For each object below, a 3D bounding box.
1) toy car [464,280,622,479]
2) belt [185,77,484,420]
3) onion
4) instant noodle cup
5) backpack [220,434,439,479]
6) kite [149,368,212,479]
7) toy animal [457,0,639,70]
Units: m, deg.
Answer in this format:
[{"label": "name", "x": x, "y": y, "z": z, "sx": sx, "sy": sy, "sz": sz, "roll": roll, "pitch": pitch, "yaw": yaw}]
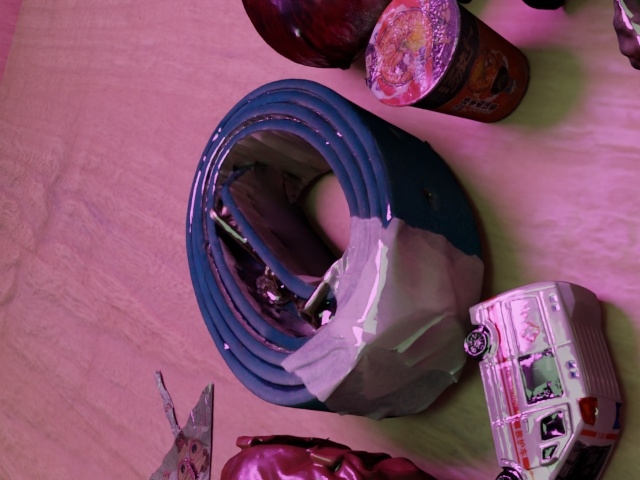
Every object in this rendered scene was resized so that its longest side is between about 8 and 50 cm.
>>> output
[{"label": "toy car", "x": 0.199, "y": 0.140, "z": 0.669, "sx": 0.108, "sy": 0.089, "sz": 0.209, "roll": -27, "pitch": 57, "yaw": 37}, {"label": "belt", "x": -0.001, "y": -0.001, "z": 0.877, "sx": 0.300, "sy": 0.173, "sz": 0.436, "roll": -56, "pitch": 44, "yaw": 19}, {"label": "onion", "x": 0.007, "y": -0.354, "z": 0.918, "sx": 0.314, "sy": 0.232, "sz": 0.313, "roll": -10, "pitch": 77, "yaw": 54}, {"label": "instant noodle cup", "x": 0.135, "y": -0.177, "z": 0.793, "sx": 0.127, "sy": 0.136, "sz": 0.127, "roll": -17, "pitch": 67, "yaw": 47}, {"label": "backpack", "x": 0.021, "y": 0.257, "z": 0.748, "sx": 0.229, "sy": 0.229, "sz": 0.138, "roll": -26, "pitch": 59, "yaw": 43}, {"label": "kite", "x": -0.215, "y": 0.293, "z": 1.175, "sx": 0.229, "sy": 0.012, "sz": 0.250, "roll": -56, "pitch": 43, "yaw": 22}, {"label": "toy animal", "x": 0.213, "y": -0.293, "z": 0.681, "sx": 0.344, "sy": 0.194, "sz": 0.302, "roll": 10, "pitch": 102, "yaw": 40}]
